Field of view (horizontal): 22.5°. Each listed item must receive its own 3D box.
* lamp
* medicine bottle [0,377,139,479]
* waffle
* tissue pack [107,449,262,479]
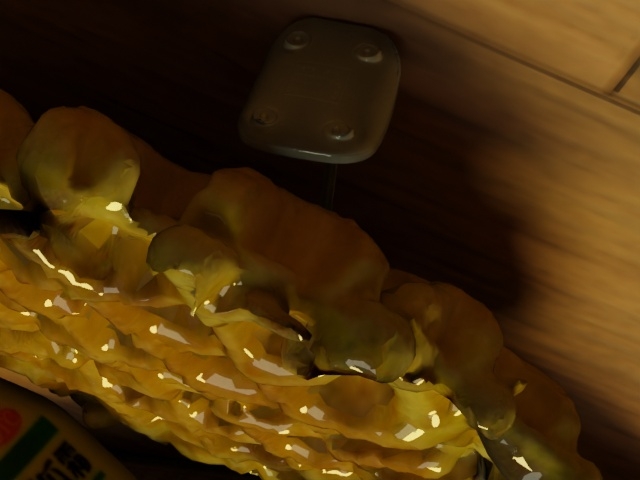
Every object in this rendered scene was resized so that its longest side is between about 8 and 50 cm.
[{"bbox_3d":[0.000,0.000,0.570,0.050,0.056,0.198,11,150,8],"label":"lamp"},{"bbox_3d":[-0.171,0.088,0.688,0.309,0.111,0.076,44,142,-3],"label":"medicine bottle"},{"bbox_3d":[-0.048,0.033,0.583,0.329,0.062,0.329,19,163,6],"label":"waffle"},{"bbox_3d":[-0.123,0.220,0.853,0.315,0.103,0.228,3,119,22],"label":"tissue pack"}]
